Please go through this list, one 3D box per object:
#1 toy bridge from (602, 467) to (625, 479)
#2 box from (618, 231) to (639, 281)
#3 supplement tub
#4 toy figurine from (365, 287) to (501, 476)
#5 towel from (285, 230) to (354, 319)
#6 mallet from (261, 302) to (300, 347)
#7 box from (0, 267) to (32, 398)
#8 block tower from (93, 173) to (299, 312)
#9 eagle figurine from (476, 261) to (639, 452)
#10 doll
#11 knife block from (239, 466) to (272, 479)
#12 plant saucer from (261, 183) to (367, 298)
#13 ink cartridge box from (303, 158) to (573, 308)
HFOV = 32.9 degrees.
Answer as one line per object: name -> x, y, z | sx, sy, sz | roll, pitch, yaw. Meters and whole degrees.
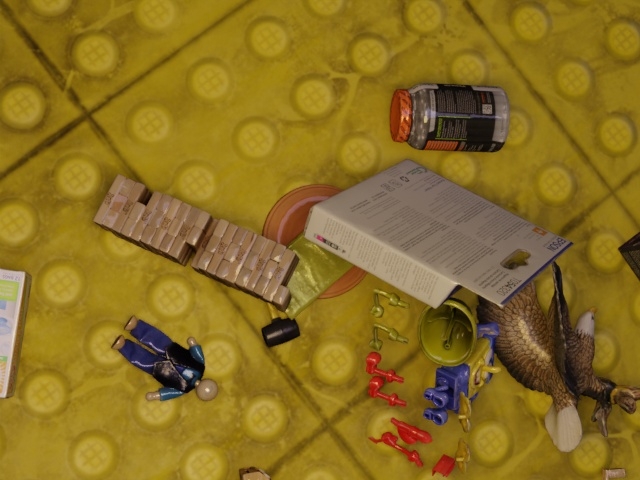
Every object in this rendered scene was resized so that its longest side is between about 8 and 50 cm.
toy bridge -> 0.504, 0.493, 1.887 | 0.063, 0.026, 0.188 | -2, 84, -7
box -> 0.639, 0.008, 1.869 | 0.153, 0.207, 0.108 | -35, 90, -11
supplement tub -> 0.221, -0.213, 1.873 | 0.191, 0.117, 0.116 | 2, 84, -9
toy figurine -> 0.209, 0.183, 1.791 | 0.191, 0.362, 0.217 | 17, 38, 28
towel -> 0.008, 0.020, 1.824 | 0.237, 0.021, 0.102 | -41, 90, -10
mallet -> -0.083, 0.083, 1.836 | 0.062, 0.039, 0.189 | -12, 82, -11
box -> -0.533, 0.145, 1.720 | 0.114, 0.103, 0.203 | 8, 83, -8
block tower -> -0.192, 0.004, 1.764 | 0.336, 0.091, 0.097 | 25, 81, 8
eagle figurine -> 0.402, 0.179, 1.818 | 0.298, 0.225, 0.226 | 40, 120, -17
doll -> -0.252, 0.207, 1.787 | 0.189, 0.046, 0.129 | 35, 70, -10
knife block -> -0.081, 0.538, 1.756 | 0.276, 0.088, 0.242 | 39, 79, -4
plant saucer -> 0.000, 0.000, 1.855 | 0.200, 0.037, 0.199 | 1, 83, -9
ink cartridge box -> 0.192, 0.000, 1.709 | 0.330, 0.324, 0.071 | 30, 120, 21
